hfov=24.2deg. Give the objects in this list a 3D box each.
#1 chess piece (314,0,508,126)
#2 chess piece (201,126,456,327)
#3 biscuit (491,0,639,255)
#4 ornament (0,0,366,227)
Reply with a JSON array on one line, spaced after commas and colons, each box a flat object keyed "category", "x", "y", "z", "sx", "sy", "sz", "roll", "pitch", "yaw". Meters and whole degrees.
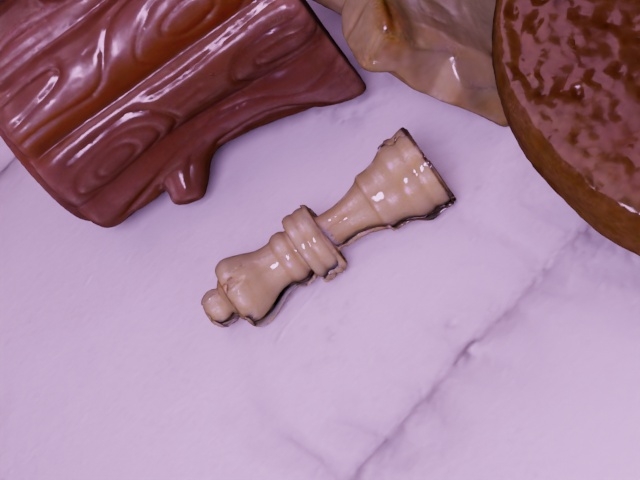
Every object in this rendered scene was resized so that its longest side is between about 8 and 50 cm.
[{"category": "chess piece", "x": 0.055, "y": -0.187, "z": 1.040, "sx": 0.137, "sy": 0.137, "sz": 0.301, "roll": -30, "pitch": 42, "yaw": 6}, {"category": "chess piece", "x": 0.000, "y": 0.000, "z": 0.941, "sx": 0.172, "sy": 0.060, "sz": 0.060, "roll": -35, "pitch": 39, "yaw": 4}, {"category": "biscuit", "x": 0.251, "y": -0.159, "z": 0.826, "sx": 0.367, "sy": 0.063, "sz": 0.314, "roll": -45, "pitch": 67, "yaw": -6}, {"category": "ornament", "x": -0.116, "y": -0.133, "z": 1.056, "sx": 0.217, "sy": 0.221, "sz": 0.235, "roll": -36, "pitch": -2, "yaw": 6}]
